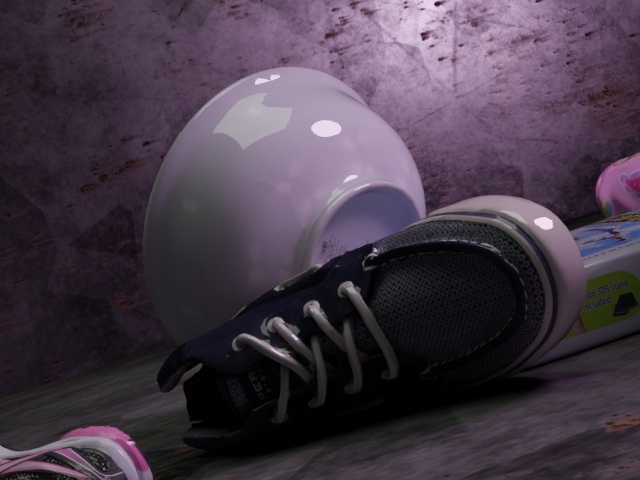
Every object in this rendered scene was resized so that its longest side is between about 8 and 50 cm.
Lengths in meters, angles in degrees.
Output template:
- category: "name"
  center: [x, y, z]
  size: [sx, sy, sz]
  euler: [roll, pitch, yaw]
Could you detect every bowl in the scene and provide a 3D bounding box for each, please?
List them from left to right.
- category: "bowl"
  center: [0.000, 0.000, 1.057]
  size: [0.298, 0.297, 0.134]
  euler: [-17, 26, -38]

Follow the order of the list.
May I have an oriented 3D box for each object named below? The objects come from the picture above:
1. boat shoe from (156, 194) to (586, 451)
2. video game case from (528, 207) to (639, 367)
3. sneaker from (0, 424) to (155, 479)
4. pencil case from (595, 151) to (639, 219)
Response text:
- category: "boat shoe"
  center: [0.019, 0.076, 0.807]
  size: [0.158, 0.127, 0.340]
  euler: [-25, -3, -37]
- category: "video game case"
  center: [0.227, 0.026, 0.954]
  size: [0.244, 0.061, 0.269]
  euler: [-16, 3, -8]
- category: "sneaker"
  center: [-0.193, 0.160, 0.700]
  size: [0.178, 0.072, 0.077]
  euler: [-23, 9, 20]
- category: "pencil case"
  center: [0.465, -0.069, 1.375]
  size: [0.124, 0.124, 0.284]
  euler: [-17, -1, -41]
